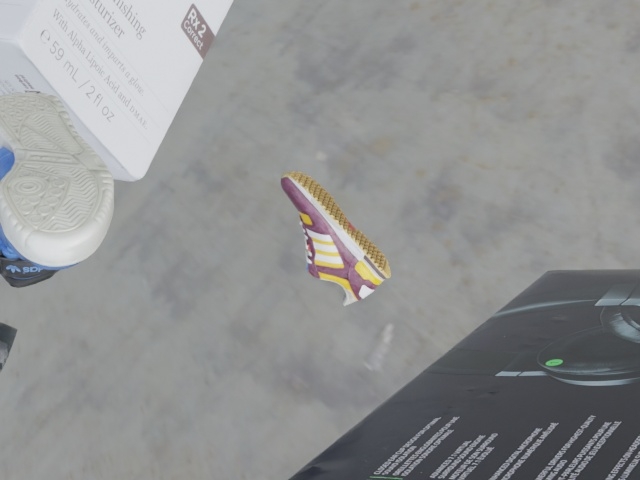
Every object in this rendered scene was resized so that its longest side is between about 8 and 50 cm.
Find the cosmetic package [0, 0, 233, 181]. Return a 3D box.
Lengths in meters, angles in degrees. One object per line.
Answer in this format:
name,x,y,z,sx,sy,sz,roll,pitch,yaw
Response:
cosmetic package,-0.168,-0.160,0.984,0.151,0.151,0.183,53,55,-50

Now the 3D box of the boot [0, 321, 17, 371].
boot,-0.437,0.123,1.543,0.207,0.094,0.246,25,134,-12

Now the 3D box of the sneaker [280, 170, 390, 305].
sneaker,0.000,0.000,1.892,0.084,0.069,0.185,-39,99,16

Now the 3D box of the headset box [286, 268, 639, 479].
headset box,0.152,0.105,0.544,0.283,0.246,0.131,-1,106,31

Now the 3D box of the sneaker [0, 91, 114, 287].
sneaker,-0.136,-0.006,0.757,0.058,0.152,0.084,-8,122,-19
